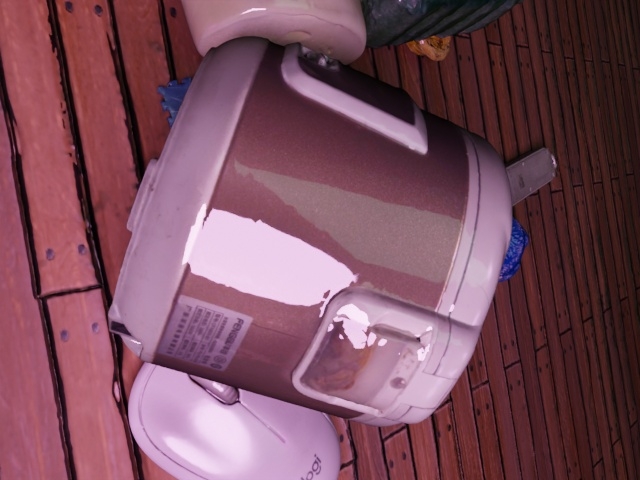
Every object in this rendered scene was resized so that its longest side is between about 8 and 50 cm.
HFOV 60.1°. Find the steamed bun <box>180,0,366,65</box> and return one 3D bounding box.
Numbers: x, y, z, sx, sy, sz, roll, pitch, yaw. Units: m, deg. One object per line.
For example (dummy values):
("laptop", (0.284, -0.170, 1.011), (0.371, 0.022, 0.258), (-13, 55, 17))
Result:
("steamed bun", (-0.051, -0.319, 0.686), (0.250, 0.154, 0.200), (-7, 84, -42))

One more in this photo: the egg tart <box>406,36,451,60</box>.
("egg tart", (0.183, -0.374, 0.978), (0.128, 0.049, 0.129), (11, 74, -40))

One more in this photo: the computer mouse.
("computer mouse", (-0.076, 0.225, 0.630), (0.184, 0.121, 0.297), (-46, 116, -34))

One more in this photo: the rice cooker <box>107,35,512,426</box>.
("rice cooker", (0.000, 0.000, 0.537), (0.325, 0.335, 0.335), (21, 70, -13))

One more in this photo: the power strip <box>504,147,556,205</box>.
("power strip", (0.415, -0.131, 1.156), (0.272, 0.052, 0.078), (-27, 103, -41))

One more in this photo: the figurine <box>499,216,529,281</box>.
("figurine", (0.281, -0.003, 0.973), (0.262, 0.120, 0.164), (0, 88, -40))

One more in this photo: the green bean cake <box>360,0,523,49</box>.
("green bean cake", (0.149, -0.467, 0.842), (0.307, 0.169, 0.300), (-20, 93, -30))

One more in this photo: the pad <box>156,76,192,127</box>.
("pad", (-0.063, -0.107, 0.751), (0.269, 0.012, 0.269), (-31, 106, -40))
